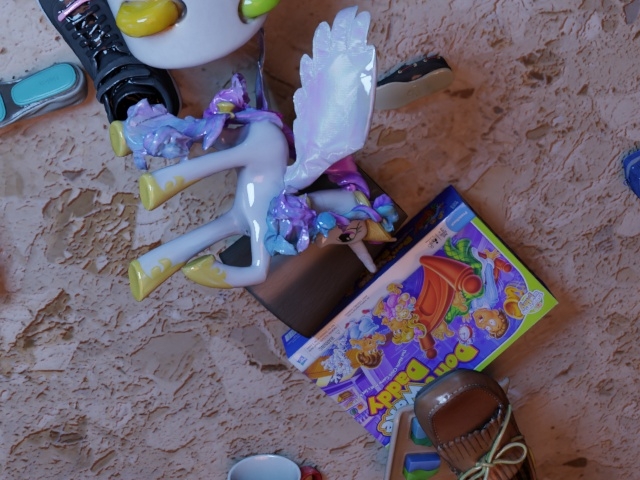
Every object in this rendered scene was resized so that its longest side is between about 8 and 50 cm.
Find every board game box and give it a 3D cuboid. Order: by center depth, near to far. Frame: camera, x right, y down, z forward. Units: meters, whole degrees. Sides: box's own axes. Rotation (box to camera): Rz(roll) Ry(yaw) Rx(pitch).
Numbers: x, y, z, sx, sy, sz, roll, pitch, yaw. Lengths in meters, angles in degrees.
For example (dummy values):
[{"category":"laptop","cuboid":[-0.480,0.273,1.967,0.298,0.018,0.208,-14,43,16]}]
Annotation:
[{"category":"board game box","cuboid":[0.148,0.119,1.955,0.347,0.078,0.233,-43,113,9]}]

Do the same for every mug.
[{"category":"mug","cuboid":[-0.065,0.434,2.033,0.150,0.113,0.169,-5,116,-6]}]

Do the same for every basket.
[{"category":"basket","cuboid":[0.000,0.000,1.843,0.227,0.154,0.204,-46,138,5]}]

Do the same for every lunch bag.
[{"category":"lunch bag","cuboid":[0.497,-0.102,1.932,0.098,0.065,0.067,-22,129,-2]}]

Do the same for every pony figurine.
[{"category":"pony figurine","cuboid":[-0.072,-0.104,1.648,0.363,0.303,0.351,-11,100,-27]}]

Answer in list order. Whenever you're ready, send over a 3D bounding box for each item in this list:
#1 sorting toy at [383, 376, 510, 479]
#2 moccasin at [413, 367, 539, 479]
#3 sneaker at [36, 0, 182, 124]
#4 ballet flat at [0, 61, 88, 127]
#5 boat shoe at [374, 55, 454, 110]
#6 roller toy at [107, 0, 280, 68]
[{"category":"sorting toy","cuboid":[0.196,0.308,2.005,0.208,0.038,0.193,-14,134,-22]},{"category":"moccasin","cuboid":[0.240,0.316,1.906,0.139,0.147,0.380,-28,136,-2]},{"category":"sneaker","cuboid":[-0.277,-0.252,1.694,0.104,0.147,0.296,-33,113,6]},{"category":"ballet flat","cuboid":[-0.414,-0.180,1.745,0.213,0.068,0.072,-17,71,-3]},{"category":"boat shoe","cuboid":[0.120,-0.221,1.833,0.133,0.042,0.049,-20,139,0]},{"category":"roller toy","cuboid":[-0.172,-0.318,1.608,0.209,0.191,0.146,-30,130,-12]}]
